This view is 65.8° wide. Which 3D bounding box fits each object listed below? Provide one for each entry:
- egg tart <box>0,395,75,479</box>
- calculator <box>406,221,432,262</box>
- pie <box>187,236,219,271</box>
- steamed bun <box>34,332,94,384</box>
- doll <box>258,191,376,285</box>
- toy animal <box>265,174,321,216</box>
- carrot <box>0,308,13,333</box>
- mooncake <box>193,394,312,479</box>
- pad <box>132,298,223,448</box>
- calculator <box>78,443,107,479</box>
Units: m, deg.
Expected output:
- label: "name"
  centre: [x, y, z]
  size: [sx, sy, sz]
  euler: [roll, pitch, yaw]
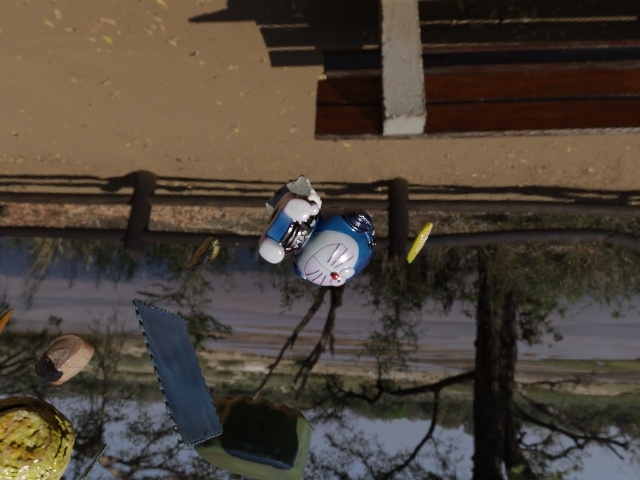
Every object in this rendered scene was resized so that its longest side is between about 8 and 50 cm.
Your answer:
- label: "egg tart"
  centre: [-0.823, 0.552, 1.343]
  size: [0.293, 0.294, 0.123]
  euler: [10, 141, -22]
- label: "calculator"
  centre: [0.423, 0.013, 2.133]
  size: [0.032, 0.146, 0.235]
  euler: [34, 139, 16]
- label: "pie"
  centre: [-0.483, 0.068, 2.044]
  size: [0.079, 0.163, 0.193]
  euler: [43, 151, -12]
- label: "steamed bun"
  centre: [-0.848, 0.390, 1.641]
  size: [0.106, 0.175, 0.145]
  euler: [36, 160, 12]
- label: "doll"
  centre: [0.000, 0.000, 1.402]
  size: [0.309, 0.240, 0.284]
  euler: [29, 122, -15]
- label: "toy animal"
  centre: [-0.096, -0.142, 1.990]
  size: [0.208, 0.204, 0.156]
  euler: [-37, 151, 9]
- label: "carrot"
  centre: [-0.834, 0.254, 1.233]
  size: [0.048, 0.216, 0.048]
  euler: [8, 133, 9]
- label: "mooncake"
  centre: [-0.206, 0.610, 1.541]
  size: [0.356, 0.194, 0.356]
  euler: [10, 143, 7]
- label: "pad"
  centre: [-0.262, 0.249, 0.935]
  size: [0.012, 0.269, 0.270]
  euler: [-24, 163, -4]
- label: "calculator"
  centre: [-0.712, 0.700, 1.540]
  size: [0.018, 0.057, 0.172]
  euler: [45, -173, -11]
